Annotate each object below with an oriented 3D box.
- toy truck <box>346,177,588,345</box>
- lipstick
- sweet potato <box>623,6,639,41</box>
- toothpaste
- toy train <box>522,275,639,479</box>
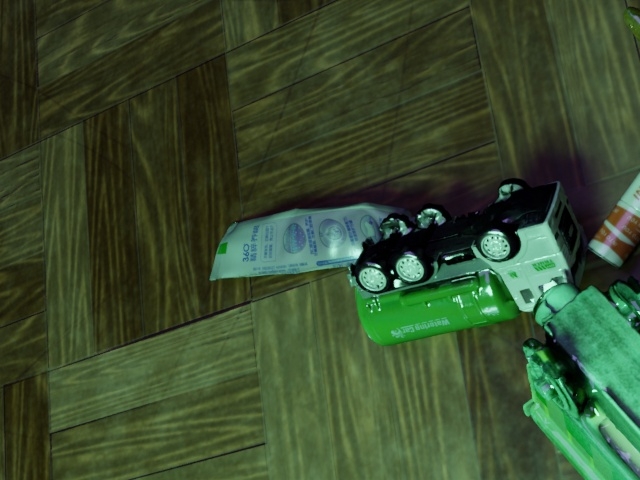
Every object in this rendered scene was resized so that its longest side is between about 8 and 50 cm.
[{"bbox_3d":[0.138,0.030,1.158,0.242,0.125,0.101,-17,23,31],"label":"toy truck"},{"bbox_3d":[0.304,-0.036,1.109,0.038,0.038,0.131,39,99,36],"label":"lipstick"},{"bbox_3d":[0.394,-0.157,1.069,0.274,0.067,0.067,31,95,35],"label":"sweet potato"},{"bbox_3d":[0.000,0.000,1.307,0.301,0.048,0.075,-5,84,36],"label":"toothpaste"},{"bbox_3d":[0.283,0.169,0.964,0.120,0.202,0.301,-35,55,-6],"label":"toy train"}]
